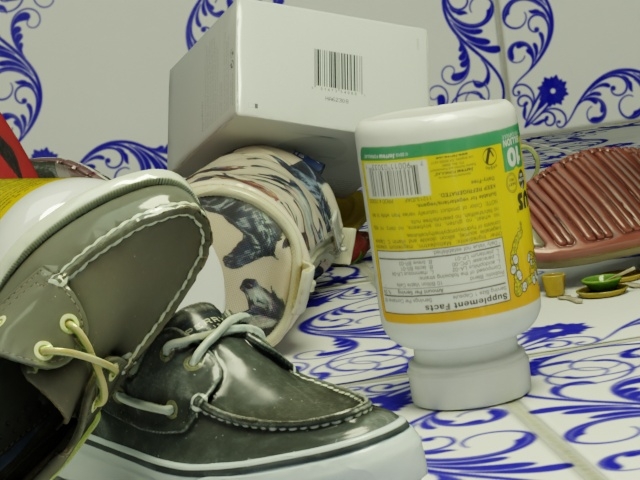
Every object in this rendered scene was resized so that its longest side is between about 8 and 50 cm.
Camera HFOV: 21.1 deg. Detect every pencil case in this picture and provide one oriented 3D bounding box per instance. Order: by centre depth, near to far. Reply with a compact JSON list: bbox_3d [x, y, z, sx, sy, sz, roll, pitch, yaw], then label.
[{"bbox_3d":[-0.068,0.002,1.643,0.183,0.160,0.410,3,8,4],"label":"pencil case"}]

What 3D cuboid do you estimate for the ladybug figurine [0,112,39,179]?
[{"bbox_3d":[-0.386,-0.065,1.663,0.161,0.305,0.449,-23,-26,4],"label":"ladybug figurine"}]

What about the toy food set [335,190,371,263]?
[{"bbox_3d":[0.000,0.000,2.011,0.217,0.071,0.128,-7,31,21],"label":"toy food set"}]

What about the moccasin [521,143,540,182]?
[{"bbox_3d":[0.157,-0.038,1.833,0.147,0.139,0.380,5,6,7],"label":"moccasin"}]

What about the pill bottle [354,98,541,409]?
[{"bbox_3d":[0.095,0.010,1.223,0.117,0.208,0.117,-8,7,1],"label":"pill bottle"}]

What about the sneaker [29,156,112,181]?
[{"bbox_3d":[-0.261,-0.023,1.850,0.281,0.106,0.162,21,4,16],"label":"sneaker"}]

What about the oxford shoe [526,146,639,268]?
[{"bbox_3d":[0.322,-0.021,1.700,0.348,0.130,0.123,-15,54,-23],"label":"oxford shoe"}]

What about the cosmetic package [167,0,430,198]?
[{"bbox_3d":[-0.028,-0.150,1.885,0.224,0.138,0.224,7,-19,-23],"label":"cosmetic package"}]

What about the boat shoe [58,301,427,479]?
[{"bbox_3d":[-0.077,0.099,1.063,0.335,0.119,0.121,-1,10,45],"label":"boat shoe"}]

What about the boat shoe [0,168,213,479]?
[{"bbox_3d":[-0.168,0.083,0.984,0.305,0.109,0.091,-44,36,-12],"label":"boat shoe"}]

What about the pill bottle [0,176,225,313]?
[{"bbox_3d":[-0.229,0.041,1.407,0.188,0.188,0.334,-13,9,-37],"label":"pill bottle"}]

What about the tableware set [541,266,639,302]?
[{"bbox_3d":[0.282,0.030,1.604,0.154,0.024,0.104,-11,7,-17],"label":"tableware set"}]
